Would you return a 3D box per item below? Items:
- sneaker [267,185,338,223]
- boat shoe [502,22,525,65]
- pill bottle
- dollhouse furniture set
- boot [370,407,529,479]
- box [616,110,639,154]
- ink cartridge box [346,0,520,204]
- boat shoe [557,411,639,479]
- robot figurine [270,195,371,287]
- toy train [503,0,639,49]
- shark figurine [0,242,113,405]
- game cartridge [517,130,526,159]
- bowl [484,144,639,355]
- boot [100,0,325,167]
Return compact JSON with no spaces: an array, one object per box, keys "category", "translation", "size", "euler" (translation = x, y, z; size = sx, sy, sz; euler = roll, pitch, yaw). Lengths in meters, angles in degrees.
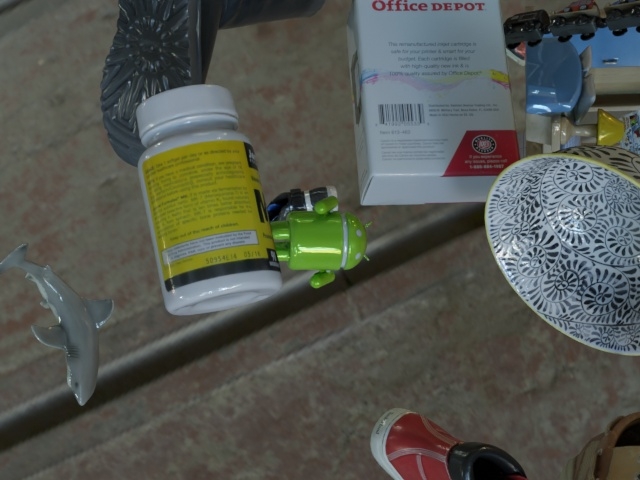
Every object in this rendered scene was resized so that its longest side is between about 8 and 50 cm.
[{"category":"sneaker","translation":[-0.043,-0.032,2.014],"size":[0.121,0.217,0.079],"euler":[-2,60,-9]},{"category":"boat shoe","translation":[0.250,-0.303,1.638],"size":[0.137,0.043,0.049],"euler":[29,30,11]},{"category":"pill bottle","translation":[-0.114,-0.040,1.103],"size":[0.119,0.119,0.208],"euler":[-15,80,13]},{"category":"dollhouse furniture set","translation":[0.332,-0.099,1.267],"size":[0.198,0.286,0.303],"euler":[0,37,11]},{"category":"boot","translation":[0.179,0.276,1.163],"size":[0.176,0.244,0.088],"euler":[11,60,52]},{"category":"box","translation":[0.510,-0.140,1.872],"size":[0.094,0.027,0.137],"euler":[-19,68,50]},{"category":"ink cartridge box","translation":[0.094,-0.124,0.958],"size":[0.127,0.072,0.175],"euler":[-1,72,-6]},{"category":"boat shoe","translation":[0.259,0.222,0.914],"size":[0.123,0.324,0.116],"euler":[32,105,0]},{"category":"robot figurine","translation":[0.000,0.000,1.253],"size":[0.115,0.101,0.067],"euler":[1,14,-9]},{"category":"toy train","translation":[0.235,-0.200,1.011],"size":[0.158,0.027,0.036],"euler":[0,50,38]},{"category":"shark figurine","translation":[-0.388,0.096,1.740],"size":[0.116,0.278,0.166],"euler":[-18,24,20]},{"category":"game cartridge","translation":[0.372,-0.037,1.897],"size":[0.062,0.198,0.297],"euler":[-16,45,22]},{"category":"bowl","translation":[0.209,-0.008,0.798],"size":[0.170,0.170,0.080],"euler":[26,50,31]},{"category":"boot","translation":[-0.136,-0.333,1.680],"size":[0.146,0.367,0.445],"euler":[22,28,16]}]
